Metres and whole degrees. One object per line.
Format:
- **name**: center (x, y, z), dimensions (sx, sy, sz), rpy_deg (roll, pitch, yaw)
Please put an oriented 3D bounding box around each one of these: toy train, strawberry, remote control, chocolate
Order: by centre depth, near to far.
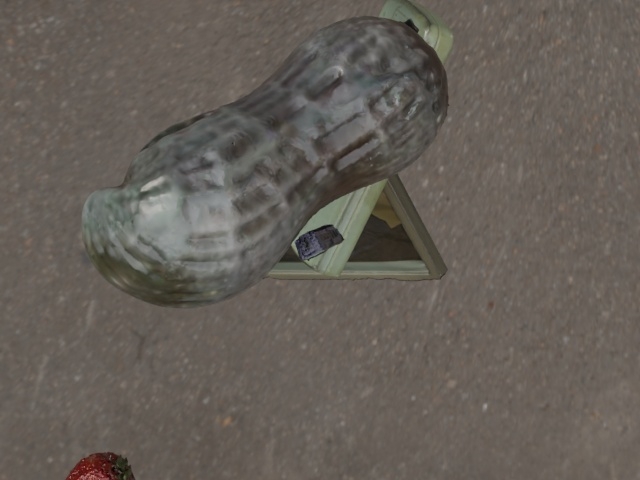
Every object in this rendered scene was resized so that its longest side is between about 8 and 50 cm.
- **chocolate**: center (-0.025, -0.047, 0.664), dimensions (0.248, 0.110, 0.110), rpy_deg (-35, 103, -11)
- **toy train**: center (0.000, 0.000, 0.727), dimensions (0.017, 0.083, 0.017), rpy_deg (-27, 89, 12)
- **remote control**: center (0.036, -0.087, 0.934), dimensions (0.038, 0.098, 0.233), rpy_deg (17, 111, -26)
- **strawberry**: center (-0.299, 0.330, 1.497), dimensions (0.106, 0.106, 0.106), rpy_deg (4, 113, 11)

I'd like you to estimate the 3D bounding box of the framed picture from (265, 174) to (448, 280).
- **framed picture**: center (-0.018, -0.031, 1.129), dimensions (0.265, 0.018, 0.192), rpy_deg (-2, 133, 40)
